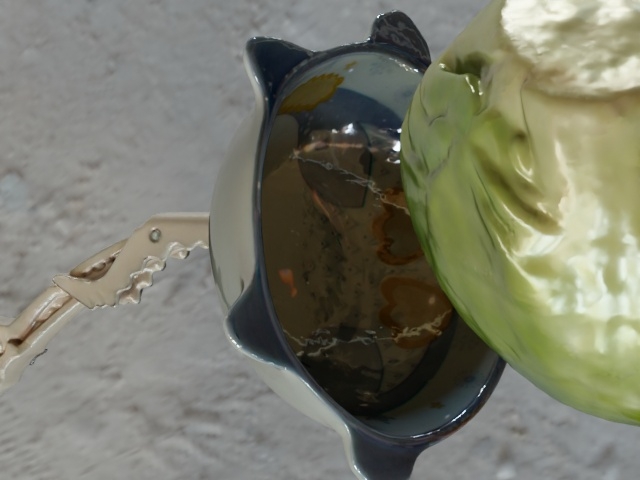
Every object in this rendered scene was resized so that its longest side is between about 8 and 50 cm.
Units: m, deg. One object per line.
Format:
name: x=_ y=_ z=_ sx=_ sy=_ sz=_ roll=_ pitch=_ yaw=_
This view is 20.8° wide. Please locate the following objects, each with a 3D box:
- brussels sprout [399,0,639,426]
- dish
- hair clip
brussels sprout: x=0.101 y=-0.017 z=0.642 sx=0.161 sy=0.144 sz=0.180 roll=-78 pitch=159 yaw=-53
dish: x=0.000 y=0.000 z=0.892 sx=0.228 sy=0.086 sz=0.236 roll=45 pitch=50 yaw=-30
hair clip: x=-0.126 y=0.020 z=0.991 sx=0.072 sy=0.226 sz=0.034 roll=62 pitch=19 yaw=6
